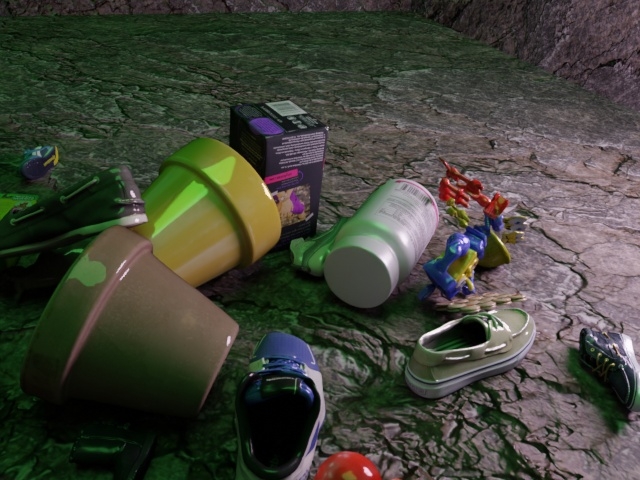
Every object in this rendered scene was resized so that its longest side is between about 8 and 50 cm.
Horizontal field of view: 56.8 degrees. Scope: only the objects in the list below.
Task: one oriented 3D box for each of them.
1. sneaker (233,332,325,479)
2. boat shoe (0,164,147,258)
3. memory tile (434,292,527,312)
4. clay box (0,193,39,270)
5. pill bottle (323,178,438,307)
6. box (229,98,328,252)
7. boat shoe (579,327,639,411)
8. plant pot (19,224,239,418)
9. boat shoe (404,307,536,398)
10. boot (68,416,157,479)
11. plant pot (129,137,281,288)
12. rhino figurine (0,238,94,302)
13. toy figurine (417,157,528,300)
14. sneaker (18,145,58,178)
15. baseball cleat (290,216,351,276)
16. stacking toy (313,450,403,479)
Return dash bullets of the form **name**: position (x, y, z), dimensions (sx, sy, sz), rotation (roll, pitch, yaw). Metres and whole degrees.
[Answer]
- **sneaker**: position (-0.046, 0.219, 0.799), dimensions (0.127, 0.182, 0.315), rotation (8, 34, -2)
- **boat shoe**: position (-0.428, -0.039, 0.962), dimensions (0.335, 0.095, 0.112), rotation (-12, 1, 20)
- **memory tile**: position (0.301, 0.116, 1.119), dimensions (0.148, 0.012, 0.113), rotation (-9, 1, -25)
- **clay box**: position (-0.634, -0.019, 1.144), dimensions (0.127, 0.053, 0.222), rotation (3, 33, -8)
- **pill bottle**: position (0.123, 0.001, 1.176), dimensions (0.160, 0.160, 0.283), rotation (20, 35, 17)
- **box**: position (-0.096, -0.133, 1.229), dimensions (0.143, 0.270, 0.165), rotation (-14, 40, -30)
- **boat shoe**: position (0.498, 0.220, 1.022), dimensions (0.083, 0.065, 0.183), rotation (11, 28, 9)
- **plant pot**: position (-0.249, 0.141, 0.847), dimensions (0.229, 0.263, 0.263), rotation (26, 34, -3)
- **boat shoe**: position (0.272, 0.173, 1.010), dimensions (0.302, 0.094, 0.109), rotation (-20, 42, -35)
- **boot**: position (-0.277, 0.287, 0.773), dimensions (0.099, 0.045, 0.121), rotation (10, 27, -1)
- **plant pot**: position (-0.242, -0.021, 1.083), dimensions (0.254, 0.254, 0.239), rotation (29, 55, 28)
- **rhino figurine**: position (-0.479, 0.045, 1.065), dimensions (0.243, 0.073, 0.106), rotation (-22, 40, -34)
- **toy figurine**: position (0.251, 0.025, 1.161), dimensions (0.191, 0.362, 0.217), rotation (39, 88, 20)
- **sneaker**: position (-0.670, -0.183, 1.384), dimensions (0.059, 0.053, 0.144), rotation (9, 25, 0)
- **baseball cleat**: position (0.000, 0.000, 1.234), dimensions (0.109, 0.072, 0.206), rotation (12, 30, 17)
- **stacking toy**: position (0.134, 0.357, 0.697), dimensions (0.330, 0.141, 0.141), rotation (22, 36, 31)
